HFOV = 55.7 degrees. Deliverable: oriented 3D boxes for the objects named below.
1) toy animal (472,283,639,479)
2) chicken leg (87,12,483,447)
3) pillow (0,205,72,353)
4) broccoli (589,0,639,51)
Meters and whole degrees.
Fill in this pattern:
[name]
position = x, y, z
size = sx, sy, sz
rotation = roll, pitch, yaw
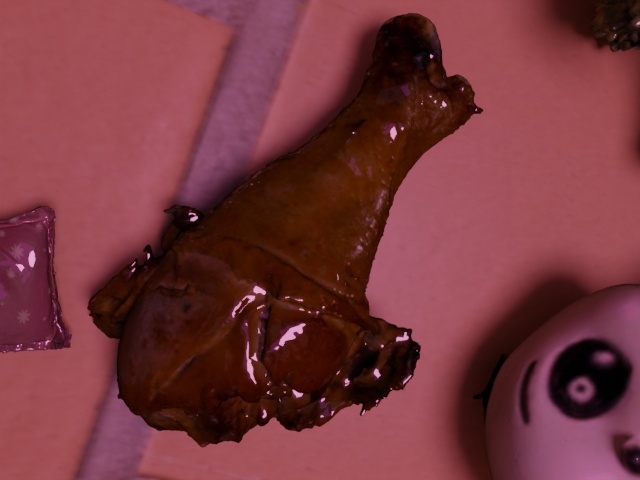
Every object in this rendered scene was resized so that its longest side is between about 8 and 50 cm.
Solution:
[toy animal]
position = 0.287, 0.157, 0.480
size = 0.310, 0.251, 0.250
rotation = -11, 97, 2
[chicken leg]
position = 0.003, 0.014, 0.452
size = 0.361, 0.140, 0.211
rotation = -41, 92, -2
[pillow]
position = -0.281, 0.042, 0.448
size = 0.185, 0.043, 0.118
rotation = -7, 102, -7
[broccoli]
position = 0.338, -0.191, 0.450
size = 0.288, 0.260, 0.235
rotation = 3, 60, -15
